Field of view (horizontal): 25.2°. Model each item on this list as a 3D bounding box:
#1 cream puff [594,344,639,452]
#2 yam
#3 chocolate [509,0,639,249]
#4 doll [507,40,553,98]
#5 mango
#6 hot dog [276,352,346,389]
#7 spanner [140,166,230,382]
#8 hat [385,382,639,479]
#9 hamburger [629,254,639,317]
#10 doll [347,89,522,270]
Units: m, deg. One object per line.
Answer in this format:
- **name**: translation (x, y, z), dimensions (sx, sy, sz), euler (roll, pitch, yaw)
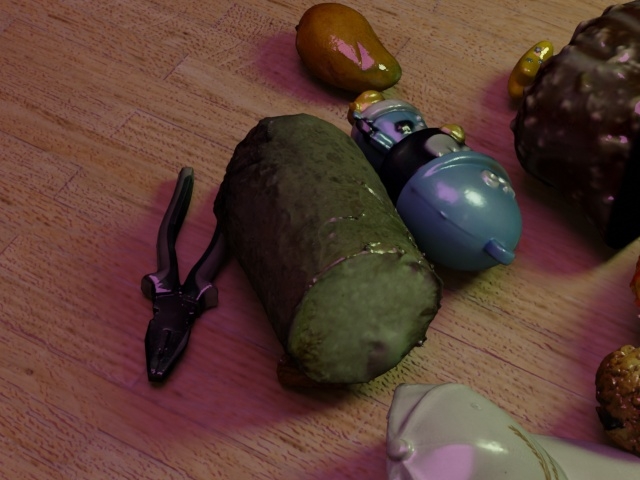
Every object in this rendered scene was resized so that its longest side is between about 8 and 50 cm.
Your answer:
- **cream puff**: translation (0.351, 0.173, 1.540), dimensions (0.104, 0.133, 0.119), euler (-1, 92, -18)
- **yam**: translation (0.000, 0.000, 1.627), dimensions (0.195, 0.195, 0.300), euler (-16, 45, -14)
- **chocolate**: translation (0.378, -0.173, 1.778), dimensions (0.210, 0.225, 0.340), euler (32, 68, 29)
- **doll**: translation (0.304, -0.197, 1.906), dimensions (0.113, 0.071, 0.135), euler (20, 56, -8)
- **mango**: translation (0.031, -0.254, 1.928), dimensions (0.115, 0.089, 0.165), euler (-15, 54, -25)
- **hot dog**: translation (-0.009, 0.146, 1.620), dimensions (0.083, 0.035, 0.058), euler (5, 38, 3)
- **spanner**: translation (-0.162, 0.034, 1.709), dimensions (0.095, 0.040, 0.325), euler (7, 49, 4)
- **hat**: translation (0.209, 0.255, 1.449), dimensions (0.301, 0.168, 0.258), euler (2, 54, -5)
- **hamburger**: translation (0.495, 0.064, 1.604), dimensions (0.294, 0.179, 0.276), euler (37, 58, 27)
- **doll**: translation (0.141, -0.070, 1.727), dimensions (0.177, 0.141, 0.314), euler (20, 25, -46)
